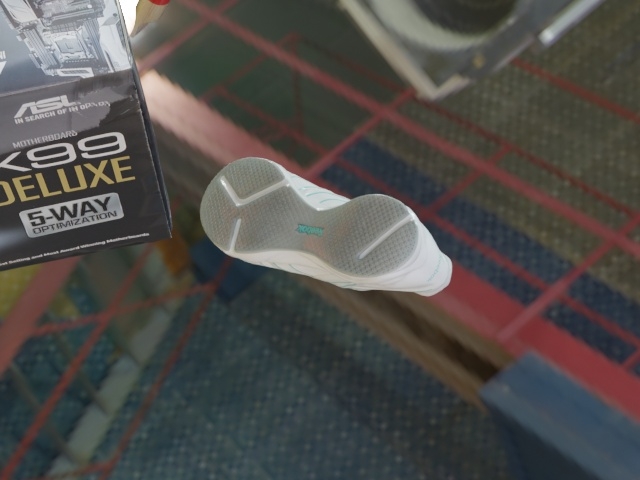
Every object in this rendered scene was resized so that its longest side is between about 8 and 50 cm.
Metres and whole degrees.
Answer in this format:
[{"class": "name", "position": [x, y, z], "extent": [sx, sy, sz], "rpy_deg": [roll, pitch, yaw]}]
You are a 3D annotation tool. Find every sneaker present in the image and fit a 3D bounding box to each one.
[{"class": "sneaker", "position": [0.000, 0.000, 0.826], "extent": [0.152, 0.053, 0.061], "rpy_deg": [19, -10, 40]}]

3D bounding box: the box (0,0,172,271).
[{"class": "box", "position": [-0.258, -0.050, 1.025], "extent": [0.242, 0.308, 0.076], "rpy_deg": [91, -14, -67]}]

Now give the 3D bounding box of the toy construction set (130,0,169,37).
[{"class": "toy construction set", "position": [-0.141, -0.302, 1.433], "extent": [0.258, 0.308, 0.237], "rpy_deg": [20, -39, -14]}]
